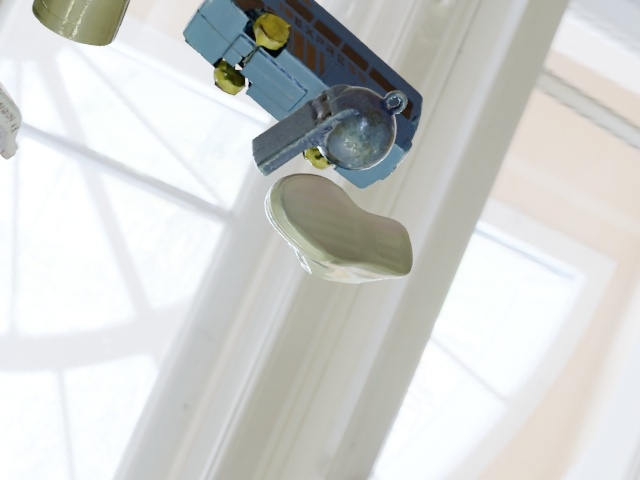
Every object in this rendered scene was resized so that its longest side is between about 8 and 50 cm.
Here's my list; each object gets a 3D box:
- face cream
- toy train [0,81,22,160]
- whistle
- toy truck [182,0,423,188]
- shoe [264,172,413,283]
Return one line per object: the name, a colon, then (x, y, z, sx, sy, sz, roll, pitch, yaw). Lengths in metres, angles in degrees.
face cream: (-0.148, -0.260, 0.880, 0.070, 0.224, 0.114, 0, -142, -43)
toy train: (-0.321, -0.126, 1.153, 0.052, 0.051, 0.234, 54, 174, 5)
whistle: (0.018, -0.100, 1.166, 0.090, 0.158, 0.090, 52, -165, -20)
toy truck: (-0.017, -0.256, 1.813, 0.385, 0.162, 0.161, 40, 139, -8)
shoe: (0.000, 0.000, 1.361, 0.110, 0.095, 0.265, -14, 156, 34)
